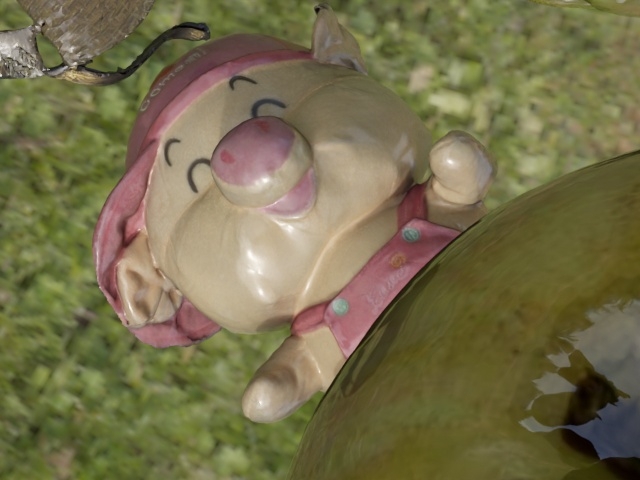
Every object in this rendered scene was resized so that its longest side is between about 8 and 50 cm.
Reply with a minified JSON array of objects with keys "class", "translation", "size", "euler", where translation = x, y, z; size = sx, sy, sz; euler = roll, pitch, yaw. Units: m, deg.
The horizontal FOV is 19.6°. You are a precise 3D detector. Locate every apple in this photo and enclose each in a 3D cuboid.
[{"class":"apple","translation":[0.115,0.108,0.438],"size":[0.257,0.257,0.234],"euler":[-46,127,-20]}]

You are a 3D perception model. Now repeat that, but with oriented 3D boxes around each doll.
[{"class":"doll","translation":[0.000,-0.002,0.942],"size":[0.196,0.256,0.152],"euler":[-35,153,-28]}]

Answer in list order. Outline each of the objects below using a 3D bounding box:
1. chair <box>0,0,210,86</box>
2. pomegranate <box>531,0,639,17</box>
[{"class":"chair","translation":[-0.134,-0.142,0.833],"size":[0.149,0.174,0.213],"euler":[52,48,2]},{"class":"pomegranate","translation":[0.247,-0.165,0.709],"size":[0.359,0.309,0.216],"euler":[-2,141,-27]}]
